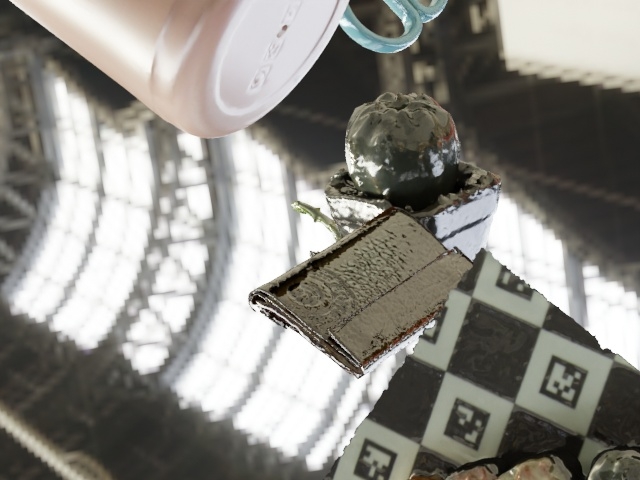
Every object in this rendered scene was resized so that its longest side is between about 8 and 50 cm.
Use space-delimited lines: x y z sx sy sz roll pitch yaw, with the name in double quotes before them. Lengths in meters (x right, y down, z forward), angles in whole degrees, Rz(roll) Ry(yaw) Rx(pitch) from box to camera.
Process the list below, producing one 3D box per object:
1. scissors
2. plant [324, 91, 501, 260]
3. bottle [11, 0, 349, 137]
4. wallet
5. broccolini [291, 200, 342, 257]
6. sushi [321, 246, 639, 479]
"scissors" -0.023 -0.416 2.256 0.029 0.447 0.192 -34 -169 50
"plant" 0.099 -0.035 2.040 0.142 0.256 0.164 -28 -147 -33
"bottle" -0.124 -0.219 1.226 0.297 0.173 0.206 36 -117 20
"wallet" 0.052 0.043 1.801 0.133 0.039 0.243 37 -144 17
"broccolini" 0.007 -0.003 2.161 0.052 0.054 0.194 -23 -152 1
"sushi" 0.148 0.227 1.436 0.339 0.320 0.069 41 -160 22
